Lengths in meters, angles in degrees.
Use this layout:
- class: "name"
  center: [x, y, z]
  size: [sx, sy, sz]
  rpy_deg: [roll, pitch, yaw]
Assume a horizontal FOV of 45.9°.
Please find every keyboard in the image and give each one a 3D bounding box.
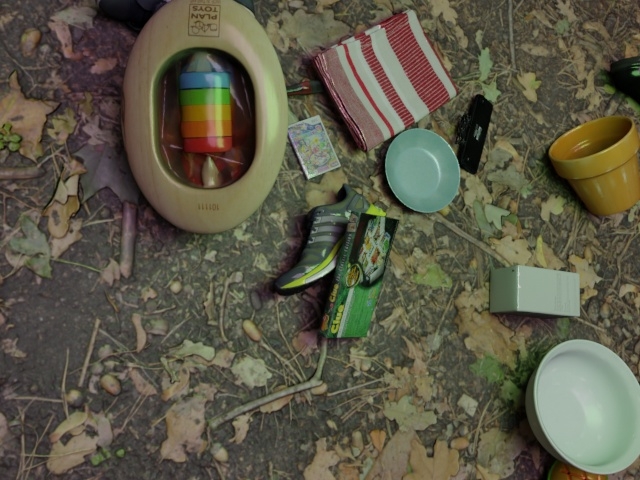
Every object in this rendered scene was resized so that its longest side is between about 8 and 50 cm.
- class: "keyboard"
  center: [0.355, -0.259, 1.794]
  size: [0.100, 0.038, 0.192]
  rpy_deg: [32, 67, -41]

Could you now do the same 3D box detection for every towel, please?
- class: "towel"
  center: [0.155, -0.366, 1.696]
  size: [0.329, 0.037, 0.237]
  rpy_deg: [-34, 97, -31]

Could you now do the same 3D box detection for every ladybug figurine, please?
- class: "ladybug figurine"
  center: [-0.214, -0.239, 1.422]
  size: [0.305, 0.162, 0.449]
  rpy_deg: [2, 97, -5]

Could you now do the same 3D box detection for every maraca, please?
- class: "maraca"
  center: [0.567, 0.556, 1.708]
  size: [0.186, 0.099, 0.127]
  rpy_deg: [-32, 71, -15]

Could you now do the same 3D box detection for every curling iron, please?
- class: "curling iron"
  center: [-0.027, -0.315, 1.629]
  size: [0.274, 0.035, 0.068]
  rpy_deg: [-24, 113, -30]

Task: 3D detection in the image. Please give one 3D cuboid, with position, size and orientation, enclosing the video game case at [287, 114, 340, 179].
- class: "video game case"
  center: [-0.017, -0.201, 1.624]
  size: [0.087, 0.011, 0.122]
  rpy_deg: [-24, 91, -25]

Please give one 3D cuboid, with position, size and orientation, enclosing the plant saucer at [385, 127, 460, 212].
- class: "plant saucer"
  center: [0.225, -0.155, 1.708]
  size: [0.195, 0.037, 0.194]
  rpy_deg: [4, 79, -23]

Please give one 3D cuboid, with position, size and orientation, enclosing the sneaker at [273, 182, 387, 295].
- class: "sneaker"
  center: [0.000, 0.000, 1.559]
  size: [0.121, 0.111, 0.300]
  rpy_deg: [47, 60, 0]

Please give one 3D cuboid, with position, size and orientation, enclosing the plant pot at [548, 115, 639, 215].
- class: "plant pot"
  center: [0.688, -0.171, 1.840]
  size: [0.205, 0.205, 0.188]
  rpy_deg: [-40, 113, -24]

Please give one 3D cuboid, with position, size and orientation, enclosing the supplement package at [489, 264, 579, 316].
- class: "supplement package"
  center: [0.494, 0.122, 1.743]
  size: [0.179, 0.105, 0.105]
  rpy_deg: [8, 79, -23]

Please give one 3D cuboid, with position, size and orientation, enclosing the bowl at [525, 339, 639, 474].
- class: "bowl"
  center: [0.573, 0.381, 1.705]
  size: [0.298, 0.134, 0.297]
  rpy_deg: [8, 67, -19]

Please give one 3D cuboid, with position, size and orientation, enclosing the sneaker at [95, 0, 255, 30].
- class: "sneaker"
  center: [-0.274, -0.448, 1.489]
  size: [0.321, 0.126, 0.127]
  rpy_deg: [-8, 79, -26]

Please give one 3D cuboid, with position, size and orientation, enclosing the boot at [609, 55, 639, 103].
- class: "boot"
  center: [0.904, -0.322, 1.984]
  size: [0.348, 0.131, 0.260]
  rpy_deg: [14, 76, -22]

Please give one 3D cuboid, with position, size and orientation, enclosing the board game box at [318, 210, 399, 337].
- class: "board game box"
  center: [0.079, 0.072, 1.534]
  size: [0.136, 0.030, 0.259]
  rpy_deg: [8, 100, -52]
